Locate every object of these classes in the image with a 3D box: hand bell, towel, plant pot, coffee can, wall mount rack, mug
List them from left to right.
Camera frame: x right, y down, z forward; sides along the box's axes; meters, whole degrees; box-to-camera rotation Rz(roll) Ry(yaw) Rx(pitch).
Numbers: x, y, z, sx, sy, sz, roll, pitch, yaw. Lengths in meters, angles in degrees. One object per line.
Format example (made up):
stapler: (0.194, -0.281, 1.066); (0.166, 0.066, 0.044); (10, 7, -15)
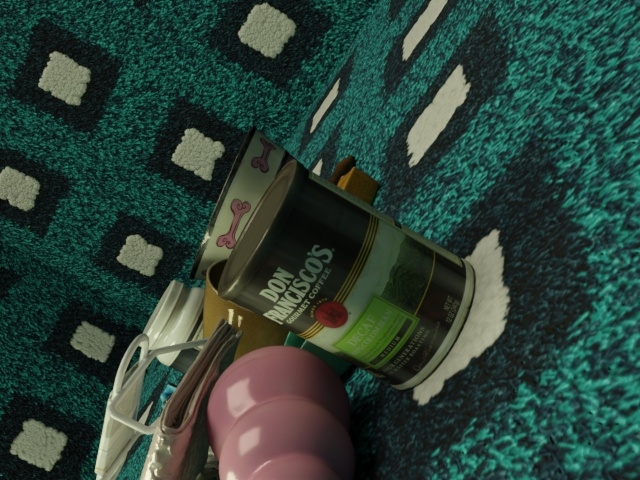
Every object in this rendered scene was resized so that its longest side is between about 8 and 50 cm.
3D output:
wall mount rack: (-0.284, 0.305, 1.387); (0.304, 0.130, 0.350); (-57, -13, -59)
towel: (-0.216, 0.329, 1.205); (0.317, 0.053, 0.332); (-63, -8, -65)
plant pot: (-0.143, 0.201, 1.583); (0.237, 0.237, 0.254); (-93, 19, -68)
mug: (0.006, 0.166, 1.281); (0.129, 0.097, 0.158); (-65, 12, -17)
hand bell: (0.027, -0.137, 1.929); (0.242, 0.126, 0.126); (-54, 6, -37)
coffee can: (0.033, 0.047, 1.026); (0.201, 0.275, 0.201); (-56, 13, 21)

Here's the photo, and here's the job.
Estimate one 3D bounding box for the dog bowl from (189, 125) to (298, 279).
dog bowl: (-0.181, -0.067, 1.927); (0.408, 0.150, 0.408); (-158, 90, -85)

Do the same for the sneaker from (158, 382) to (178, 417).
sneaker: (-0.335, 0.456, 1.889); (0.125, 0.139, 0.341); (-57, 14, 3)

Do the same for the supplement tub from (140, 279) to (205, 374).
supplement tub: (-0.252, 0.225, 1.765); (0.191, 0.272, 0.191); (-56, 13, 20)

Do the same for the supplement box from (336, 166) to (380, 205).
supplement box: (0.045, -0.036, 1.633); (0.078, 0.080, 0.233); (-34, 31, 61)

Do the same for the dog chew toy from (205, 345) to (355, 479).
dog chew toy: (-0.045, 0.283, 1.024); (0.207, 0.206, 0.332); (-57, 21, 15)

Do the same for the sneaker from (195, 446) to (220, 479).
sneaker: (-0.181, 0.419, 1.442); (0.115, 0.105, 0.281); (-54, 16, 5)
